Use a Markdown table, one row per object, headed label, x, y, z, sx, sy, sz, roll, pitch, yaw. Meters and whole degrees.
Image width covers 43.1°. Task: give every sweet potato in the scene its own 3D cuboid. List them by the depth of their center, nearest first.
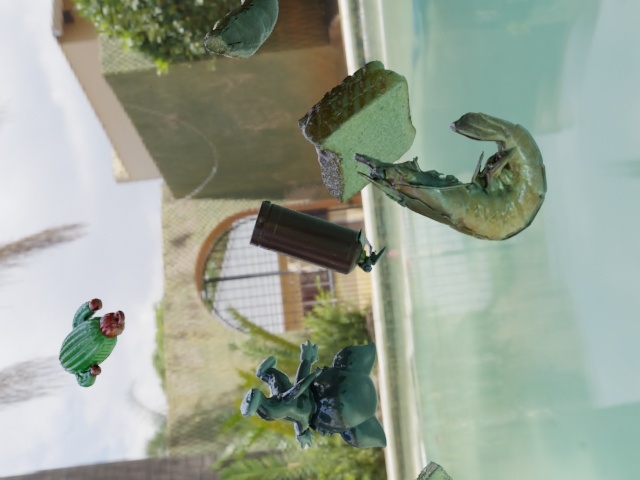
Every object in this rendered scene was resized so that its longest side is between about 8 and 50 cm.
| label | x | y | z | sx | sy | sz | roll | pitch | yaw |
| --- | --- | --- | --- | --- | --- | --- | --- | --- | --- |
| sweet potato | -0.139 | -0.376 | 1.388 | 0.112 | 0.085 | 0.285 | 56 | -146 | -24 |

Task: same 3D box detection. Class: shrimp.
| label | x | y | z | sx | sy | sz | roll | pitch | yaw |
| --- | --- | --- | --- | --- | --- | --- | --- | --- | --- |
| shrimp | 0.158 | -0.083 | 0.942 | 0.052 | 0.251 | 0.143 | 30 | 105 | 63 |

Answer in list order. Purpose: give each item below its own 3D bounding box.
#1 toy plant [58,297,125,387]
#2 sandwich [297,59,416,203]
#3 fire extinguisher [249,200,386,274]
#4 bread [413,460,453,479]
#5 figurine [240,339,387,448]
| label | x | y | z | sx | sy | sz | roll | pitch | yaw |
| --- | --- | --- | --- | --- | --- | --- | --- | --- | --- |
| toy plant | -0.505 | 0.211 | 1.791 | 0.154 | 0.088 | 0.240 | 48 | 120 | 37 |
| sandwich | 0.065 | -0.173 | 1.305 | 0.065 | 0.186 | 0.214 | 47 | 170 | 26 |
| fire extinguisher | 0.000 | 0.000 | 1.612 | 0.105 | 0.269 | 0.104 | -163 | 90 | -86 |
| bread | 0.144 | 0.317 | 0.891 | 0.153 | 0.068 | 0.028 | 53 | 160 | -19 |
| figurine | -0.010 | 0.257 | 1.398 | 0.265 | 0.140 | 0.193 | 22 | -121 | -43 |
